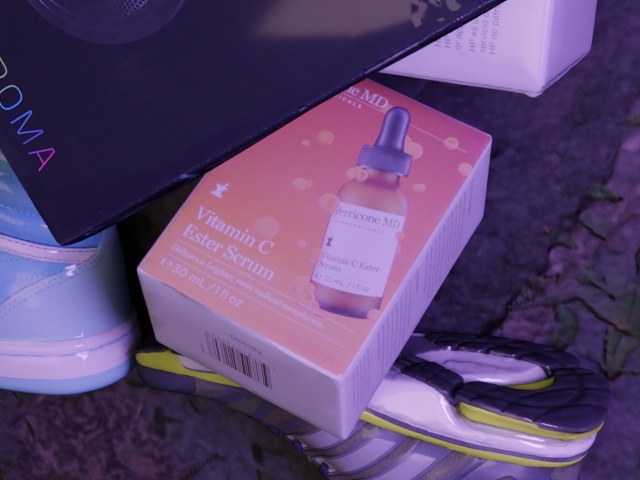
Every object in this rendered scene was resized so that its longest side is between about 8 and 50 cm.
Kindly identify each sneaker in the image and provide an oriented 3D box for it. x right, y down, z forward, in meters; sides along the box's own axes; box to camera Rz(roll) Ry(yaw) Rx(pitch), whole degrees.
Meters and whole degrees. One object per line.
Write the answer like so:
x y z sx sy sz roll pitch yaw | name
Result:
-0.270 -0.024 0.984 0.319 0.127 0.208 6 110 11 | sneaker
0.020 0.114 0.917 0.300 0.111 0.121 13 114 20 | sneaker

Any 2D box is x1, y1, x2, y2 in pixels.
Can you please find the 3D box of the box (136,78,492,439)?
0.000 0.000 0.841 0.130 0.170 0.091 26 155 15 | box

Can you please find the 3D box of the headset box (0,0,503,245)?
-0.048 -0.173 0.693 0.283 0.131 0.246 -26 95 26 | headset box

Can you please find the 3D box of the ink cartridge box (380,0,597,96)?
-0.003 -0.218 0.808 0.307 0.129 0.223 11 110 19 | ink cartridge box
